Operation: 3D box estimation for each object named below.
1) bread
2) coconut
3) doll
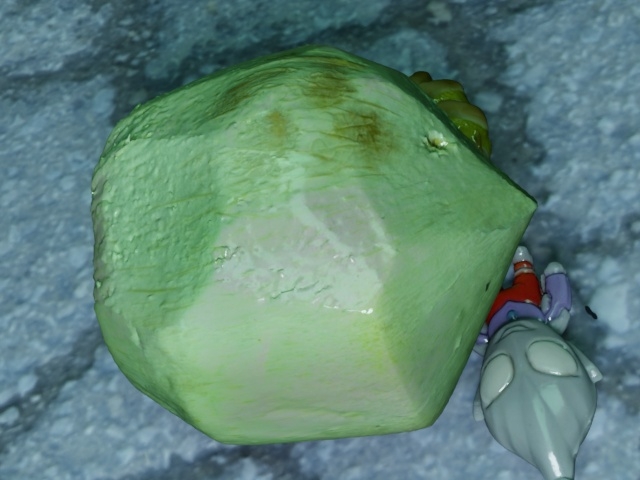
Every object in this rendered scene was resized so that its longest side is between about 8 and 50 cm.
[{"bbox_3d":[0.088,-0.102,1.170,0.094,0.083,0.157,-33,59,-23],"label":"bread"},{"bbox_3d":[0.000,0.000,1.010,0.329,0.281,0.328,-11,41,9],"label":"coconut"},{"bbox_3d":[0.162,0.102,1.041,0.102,0.075,0.227,-21,47,18],"label":"doll"}]
